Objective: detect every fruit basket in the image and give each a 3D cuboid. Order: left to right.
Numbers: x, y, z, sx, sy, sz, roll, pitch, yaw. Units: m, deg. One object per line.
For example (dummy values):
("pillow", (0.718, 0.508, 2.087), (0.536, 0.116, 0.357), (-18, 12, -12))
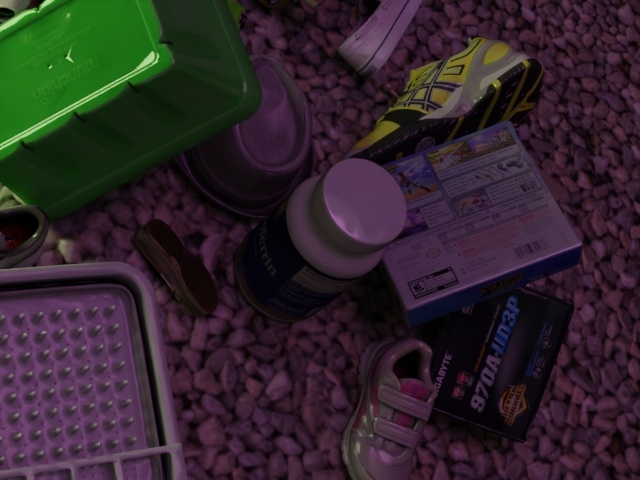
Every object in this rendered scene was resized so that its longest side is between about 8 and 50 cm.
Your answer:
("fruit basket", (-0.264, -0.215, 1.736), (0.392, 0.392, 0.282), (-12, 73, -34))

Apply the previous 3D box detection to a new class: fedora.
("fedora", (-0.097, -0.175, 1.897), (0.244, 0.124, 0.275), (14, 60, -24))

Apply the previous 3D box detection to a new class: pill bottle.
("pill bottle", (0.000, 0.000, 1.777), (0.153, 0.265, 0.153), (13, 60, -24))

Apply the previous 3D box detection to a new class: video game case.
("video game case", (0.202, -0.027, 1.870), (0.270, 0.061, 0.244), (-20, 58, -7))

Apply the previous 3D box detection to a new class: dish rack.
("dish rack", (-0.324, 0.199, 1.593), (0.286, 0.072, 0.332), (-4, 77, -30))

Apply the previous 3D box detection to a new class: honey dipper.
("honey dipper", (0.161, -0.202, 2.118), (0.160, 0.030, 0.030), (46, 53, 1))

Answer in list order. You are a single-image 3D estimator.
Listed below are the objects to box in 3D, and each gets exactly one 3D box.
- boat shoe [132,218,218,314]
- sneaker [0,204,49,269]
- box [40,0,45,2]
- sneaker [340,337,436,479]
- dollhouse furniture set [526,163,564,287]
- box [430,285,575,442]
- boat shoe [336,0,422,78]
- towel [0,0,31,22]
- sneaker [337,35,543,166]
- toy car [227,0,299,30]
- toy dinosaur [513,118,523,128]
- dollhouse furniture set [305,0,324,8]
("boat shoe", (-0.200, 0.042, 1.786), (0.153, 0.048, 0.056), (51, 40, -7))
("sneaker", (-0.456, 0.023, 1.606), (0.271, 0.108, 0.100), (-32, 86, -35))
("box", (-0.340, -0.413, 1.903), (0.116, 0.029, 0.162), (13, 77, -17))
("sneaker", (0.101, 0.240, 1.811), (0.103, 0.111, 0.252), (18, 59, -21))
("dollhouse furniture set", (0.245, -0.004, 1.983), (0.212, 0.161, 0.242), (40, 53, -7))
("box", (0.254, 0.165, 1.900), (0.175, 0.051, 0.220), (22, 88, -11))
("boat shoe", (0.105, -0.382, 2.134), (0.084, 0.095, 0.258), (37, 53, -14))
("towel", (-0.494, -0.428, 1.745), (0.312, 0.056, 0.324), (9, 53, 8))
("sneaker", (0.171, -0.189, 2.049), (0.385, 0.145, 0.147), (-32, 51, -20))
("toy car", (-0.144, -0.375, 2.015), (0.239, 0.053, 0.225), (24, 57, -17))
("toy dinosaur", (0.304, -0.213, 2.199), (0.082, 0.047, 0.090), (10, 71, -5))
("dollhouse furniture set", (0.018, -0.564, 2.078), (0.286, 0.198, 0.303), (42, 38, 1))
